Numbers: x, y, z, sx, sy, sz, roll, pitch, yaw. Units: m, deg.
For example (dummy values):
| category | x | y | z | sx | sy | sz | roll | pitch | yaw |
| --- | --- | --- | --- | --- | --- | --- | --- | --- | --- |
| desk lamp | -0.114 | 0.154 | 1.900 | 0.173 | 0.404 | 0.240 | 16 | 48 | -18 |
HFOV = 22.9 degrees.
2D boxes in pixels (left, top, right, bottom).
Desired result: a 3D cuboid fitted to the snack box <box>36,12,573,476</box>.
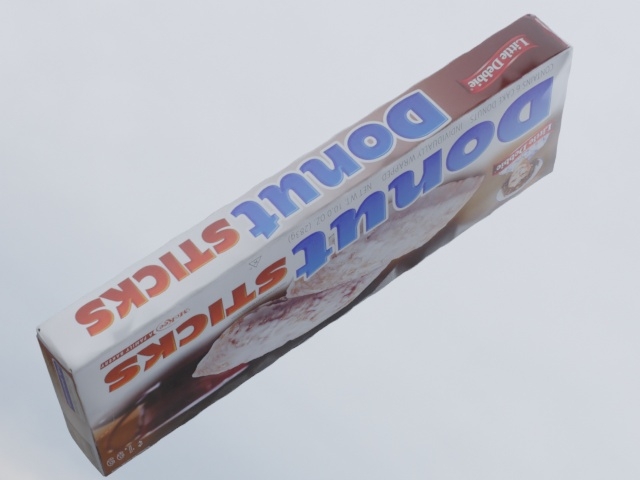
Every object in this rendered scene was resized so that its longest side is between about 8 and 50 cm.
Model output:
| category | x | y | z | sx | sy | sz | roll | pitch | yaw |
| --- | --- | --- | --- | --- | --- | --- | --- | --- | --- |
| snack box | 0.000 | 0.000 | 0.470 | 0.022 | 0.178 | 0.064 | 46 | -22 | 27 |
